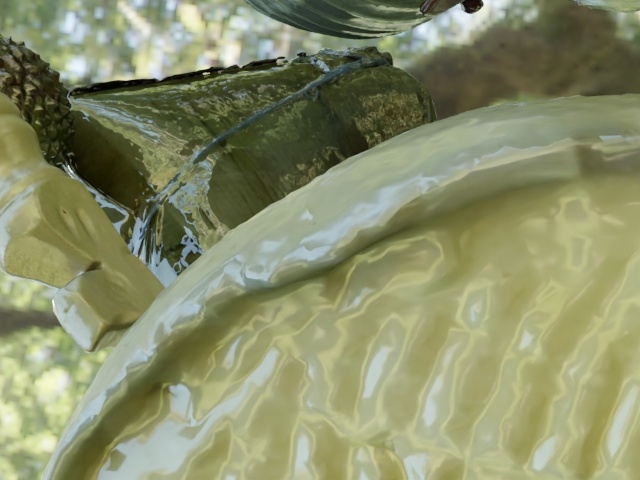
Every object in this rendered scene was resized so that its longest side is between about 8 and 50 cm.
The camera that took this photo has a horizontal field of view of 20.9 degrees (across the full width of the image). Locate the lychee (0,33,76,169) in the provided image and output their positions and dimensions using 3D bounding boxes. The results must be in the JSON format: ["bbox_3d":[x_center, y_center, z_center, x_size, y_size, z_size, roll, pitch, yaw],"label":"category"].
[{"bbox_3d":[-0.261,-0.086,1.297,0.171,0.171,0.171,11,-90,-67],"label":"lychee"}]

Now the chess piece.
[{"bbox_3d":[-0.180,-0.005,1.152,0.090,0.200,0.090,-41,-17,-15],"label":"chess piece"}]

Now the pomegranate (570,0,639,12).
[{"bbox_3d":[0.120,-0.211,0.864,0.214,0.248,0.214,-6,-90,-75],"label":"pomegranate"}]

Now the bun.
[{"bbox_3d":[0.092,0.130,0.557,0.202,0.364,0.364,-42,-40,-80],"label":"bun"}]

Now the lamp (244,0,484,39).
[{"bbox_3d":[0.016,-0.265,1.242,0.233,0.233,0.265,-34,-79,-59],"label":"lamp"}]

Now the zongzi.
[{"bbox_3d":[0.000,0.000,1.395,0.356,0.393,0.174,-18,-43,-32],"label":"zongzi"}]
